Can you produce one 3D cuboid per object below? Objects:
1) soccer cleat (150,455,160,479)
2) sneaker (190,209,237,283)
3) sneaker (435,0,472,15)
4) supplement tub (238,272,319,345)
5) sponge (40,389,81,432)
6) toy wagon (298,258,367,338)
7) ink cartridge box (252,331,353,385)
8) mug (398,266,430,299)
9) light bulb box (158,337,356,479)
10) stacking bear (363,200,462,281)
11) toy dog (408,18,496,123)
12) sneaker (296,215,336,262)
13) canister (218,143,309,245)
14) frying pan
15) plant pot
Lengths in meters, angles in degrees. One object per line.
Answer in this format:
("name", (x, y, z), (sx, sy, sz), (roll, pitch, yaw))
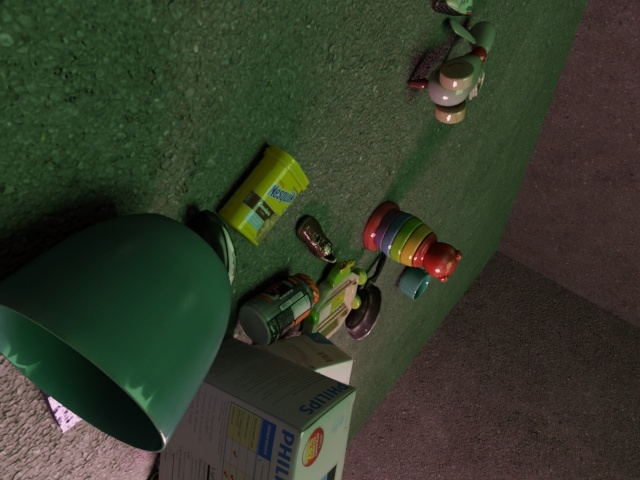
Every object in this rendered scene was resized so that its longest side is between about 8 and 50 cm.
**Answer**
("soccer cleat", (-0.391, 0.633, 1.324), (0.121, 0.093, 0.289), (-1, 130, -25))
("sneaker", (-0.237, 0.081, 0.922), (0.124, 0.107, 0.284), (-21, 137, -43))
("sneaker", (0.327, -0.591, 1.232), (0.161, 0.057, 0.076), (-21, 121, -49))
("supplement tub", (-0.097, 0.162, 1.245), (0.190, 0.117, 0.117), (-34, 146, -42))
("sponge", (-0.385, 0.240, 0.915), (0.210, 0.031, 0.117), (-35, 147, -39))
("toy wagon", (0.041, 0.179, 1.572), (0.267, 0.068, 0.345), (-35, 146, -40))
("ink cartridge box", (-0.062, 0.378, 1.389), (0.232, 0.171, 0.168), (-3, 111, -36))
("mug", (0.402, 0.165, 2.166), (0.158, 0.097, 0.129), (-52, 154, -14))
("light bulb box", (-0.146, 0.453, 1.110), (0.225, 0.360, 0.358), (-12, 113, -57))
("stacking bear", (0.292, 0.013, 1.569), (0.176, 0.289, 0.164), (-57, 155, -1))
("toy dog", (0.344, -0.460, 1.340), (0.334, 0.160, 0.220), (-51, 156, -48))
("sneaker", (0.000, 0.000, 1.285), (0.066, 0.071, 0.188), (-53, 155, -9))
("canister", (-0.110, -0.084, 0.992), (0.170, 0.073, 0.126), (-52, 154, -7))
("frying pan", (0.172, 0.186, 1.736), (0.053, 0.197, 0.326), (24, 96, -20))
("plant pot", (-0.264, 0.101, 0.703), (0.235, 0.292, 0.293), (-56, 159, -38))
